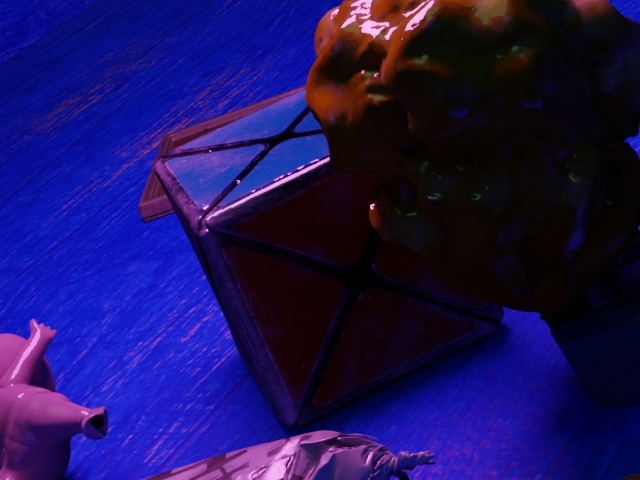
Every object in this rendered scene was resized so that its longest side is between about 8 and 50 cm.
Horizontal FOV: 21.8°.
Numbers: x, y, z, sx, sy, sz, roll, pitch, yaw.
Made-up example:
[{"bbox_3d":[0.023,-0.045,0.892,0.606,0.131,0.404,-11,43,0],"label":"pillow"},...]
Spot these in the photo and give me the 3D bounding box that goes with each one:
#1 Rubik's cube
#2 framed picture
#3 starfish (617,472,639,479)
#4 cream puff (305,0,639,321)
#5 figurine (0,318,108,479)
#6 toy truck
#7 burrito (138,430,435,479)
[{"bbox_3d":[0.000,0.000,1.720,0.259,0.255,0.260,-26,21,-10],"label":"Rubik's cube"},{"bbox_3d":[-0.048,-0.168,2.498,0.446,0.028,0.326,-19,21,10],"label":"framed picture"},{"bbox_3d":[0.277,0.195,1.256,0.209,0.053,0.150,-12,28,21],"label":"starfish"},{"bbox_3d":[0.138,-0.070,1.418,0.291,0.257,0.324,-1,-12,9],"label":"cream puff"},{"bbox_3d":[-0.343,0.187,1.750,0.186,0.176,0.287,-6,25,-33],"label":"figurine"},{"bbox_3d":[0.268,0.055,1.531,0.124,0.114,0.253,-32,20,6],"label":"toy truck"},{"bbox_3d":[-0.105,0.247,1.448,0.445,0.101,0.139,-20,16,12],"label":"burrito"}]
